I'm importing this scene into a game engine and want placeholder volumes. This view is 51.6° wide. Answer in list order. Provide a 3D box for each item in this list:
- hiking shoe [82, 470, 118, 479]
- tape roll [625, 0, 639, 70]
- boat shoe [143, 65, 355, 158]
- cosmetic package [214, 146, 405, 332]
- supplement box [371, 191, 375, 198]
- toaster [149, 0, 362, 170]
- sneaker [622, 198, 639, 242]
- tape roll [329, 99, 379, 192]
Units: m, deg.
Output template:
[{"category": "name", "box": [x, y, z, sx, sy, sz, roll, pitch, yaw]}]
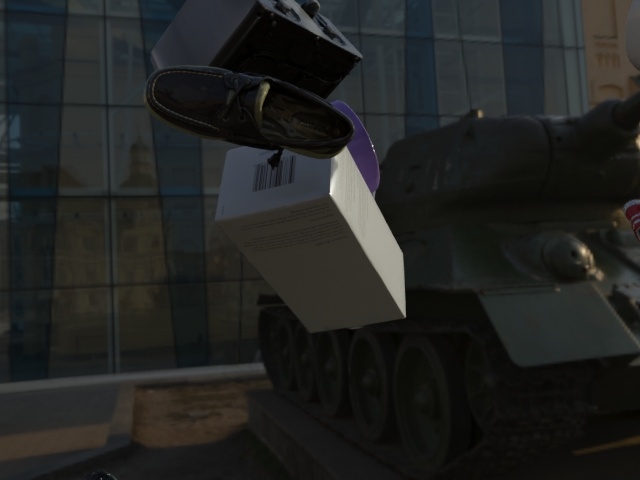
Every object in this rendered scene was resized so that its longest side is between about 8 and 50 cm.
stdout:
[{"category": "hiking shoe", "box": [-0.400, 0.608, 1.314, 0.113, 0.304, 0.132, -23, -15, -24]}, {"category": "tape roll", "box": [0.686, -0.385, 1.153, 0.246, 0.246, 0.169, 0, 29, -31]}, {"category": "boat shoe", "box": [-0.047, -0.096, 0.468, 0.152, 0.056, 0.049, 8, -5, -14]}, {"category": "cosmetic package", "box": [0.000, 0.000, 1.111, 0.197, 0.155, 0.365, -11, -38, 18]}, {"category": "supplement box", "box": [0.042, -0.110, 1.692, 0.114, 0.111, 0.220, 7, 1, -24]}, {"category": "toaster", "box": [-0.074, -0.189, 0.727, 0.168, 0.110, 0.185, 8, -46, -49]}, {"category": "sneaker", "box": [0.462, -0.009, 0.877, 0.119, 0.042, 0.067, 19, 37, -3]}, {"category": "tape roll", "box": [0.028, -0.160, 1.239, 0.080, 0.189, 0.189, -26, 2, -14]}]
